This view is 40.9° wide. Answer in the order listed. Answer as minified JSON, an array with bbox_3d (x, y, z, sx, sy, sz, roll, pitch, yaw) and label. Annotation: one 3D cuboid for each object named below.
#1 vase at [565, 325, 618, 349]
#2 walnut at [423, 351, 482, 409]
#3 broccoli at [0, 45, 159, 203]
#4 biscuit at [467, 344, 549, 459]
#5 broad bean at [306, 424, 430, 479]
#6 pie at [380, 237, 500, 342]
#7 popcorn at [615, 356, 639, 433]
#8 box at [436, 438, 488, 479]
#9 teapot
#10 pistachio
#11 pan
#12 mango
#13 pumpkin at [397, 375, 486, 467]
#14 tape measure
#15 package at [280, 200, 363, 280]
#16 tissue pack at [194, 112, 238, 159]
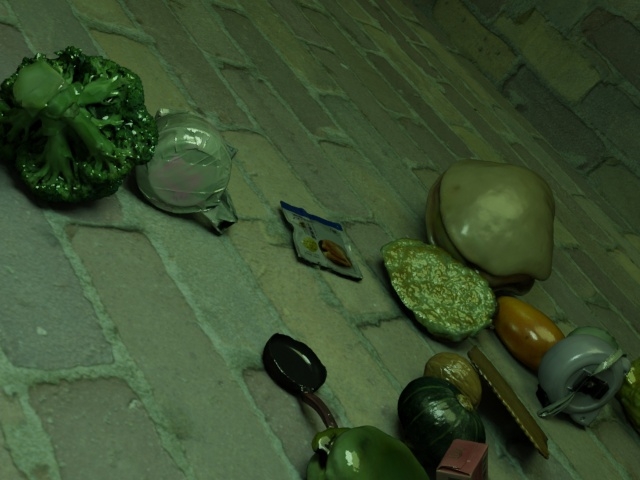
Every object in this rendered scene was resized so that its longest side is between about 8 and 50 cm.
[{"bbox_3d":[0.664,0.267,2.077,0.128,0.128,0.248,50,20,21],"label":"vase"},{"bbox_3d":[0.245,0.263,1.577,0.124,0.105,0.105,50,28,12],"label":"walnut"},{"bbox_3d":[-0.390,-0.183,1.312,0.270,0.270,0.270,45,-6,11],"label":"broccoli"},{"bbox_3d":[0.363,0.303,1.650,0.237,0.013,0.232,54,11,10],"label":"biscuit"},{"bbox_3d":[0.075,0.345,1.243,0.228,0.100,0.169,43,32,-20],"label":"broad bean"},{"bbox_3d":[0.247,0.101,1.824,0.274,0.105,0.257,48,37,18],"label":"pie"},{"bbox_3d":[0.829,0.381,2.030,0.251,0.206,0.237,60,16,13],"label":"popcorn"},{"bbox_3d":[0.214,0.389,1.290,0.060,0.156,0.111,2,13,23],"label":"box"},{"bbox_3d":[-0.223,-0.143,1.539,0.221,0.163,0.178,26,22,-24],"label":"teapot"},{"bbox_3d":[0.423,-0.034,2.095,0.365,0.281,0.445,55,41,3],"label":"pistachio"},{"bbox_3d":[-0.024,0.228,1.345,0.115,0.040,0.212,19,26,-37],"label":"pan"},{"bbox_3d":[0.462,0.204,1.937,0.145,0.112,0.219,10,27,-44],"label":"mango"},{"bbox_3d":[0.198,0.303,1.419,0.167,0.125,0.167,31,22,-13],"label":"pumpkin"},{"bbox_3d":[0.550,0.294,1.814,0.178,0.196,0.105,20,23,-20],"label":"tape measure"},{"bbox_3d":[0.000,0.000,1.746,0.171,0.027,0.173,19,37,-36],"label":"package"},{"bbox_3d":[-0.231,-0.186,1.741,0.122,0.026,0.193,34,27,-11],"label":"tissue pack"}]
